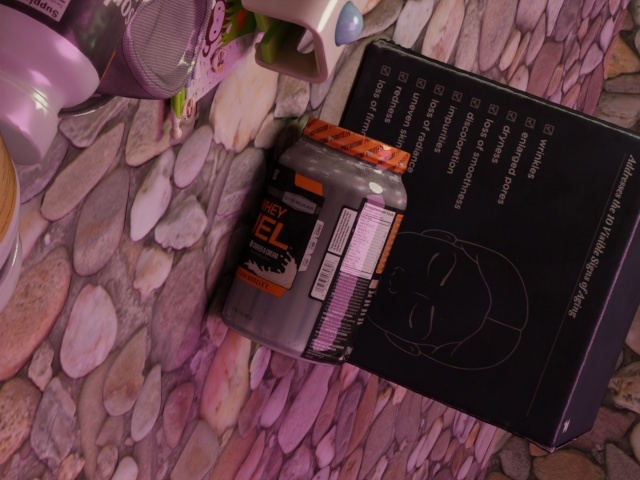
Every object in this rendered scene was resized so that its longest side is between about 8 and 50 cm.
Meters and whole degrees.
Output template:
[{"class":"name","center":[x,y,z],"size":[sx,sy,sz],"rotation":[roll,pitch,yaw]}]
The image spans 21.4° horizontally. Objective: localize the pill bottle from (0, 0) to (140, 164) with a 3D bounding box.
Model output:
[{"class":"pill bottle","center":[-0.249,-0.218,1.522],"size":[0.162,0.162,0.278],"rotation":[64,47,-64]}]

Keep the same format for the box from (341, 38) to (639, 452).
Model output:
[{"class":"box","center":[0.251,0.002,2.586],"size":[0.297,0.472,0.479],"rotation":[1,110,-68]}]

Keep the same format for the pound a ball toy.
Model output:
[{"class":"pound a ball toy","center":[0.035,-0.337,2.145],"size":[0.208,0.136,0.319],"rotation":[78,34,-57]}]

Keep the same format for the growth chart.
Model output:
[{"class":"growth chart","center":[-0.119,-0.250,2.048],"size":[0.237,0.021,0.172],"rotation":[-49,152,-43]}]

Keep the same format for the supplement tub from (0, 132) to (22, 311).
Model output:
[{"class":"supplement tub","center":[-0.364,-0.062,1.324],"size":[0.228,0.228,0.316],"rotation":[-57,157,-27]}]

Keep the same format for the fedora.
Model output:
[{"class":"fedora","center":[-0.197,-0.225,1.725],"size":[0.243,0.124,0.275],"rotation":[-68,160,0]}]

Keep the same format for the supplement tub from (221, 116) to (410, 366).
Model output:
[{"class":"supplement tub","center":[0.000,0.000,2.354],"size":[0.316,0.194,0.193],"rotation":[-69,160,3]}]
